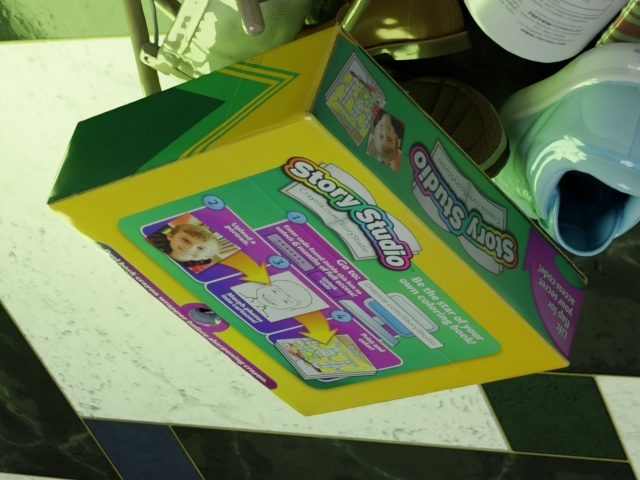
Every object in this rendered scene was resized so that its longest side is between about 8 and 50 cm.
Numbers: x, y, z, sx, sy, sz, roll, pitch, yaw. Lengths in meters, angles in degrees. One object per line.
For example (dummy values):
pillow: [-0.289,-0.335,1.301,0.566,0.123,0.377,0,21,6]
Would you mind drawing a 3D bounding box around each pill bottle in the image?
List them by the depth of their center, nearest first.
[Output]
pill bottle: [0.219,-0.256,1.529,0.131,0.131,0.229,33,143,-6]

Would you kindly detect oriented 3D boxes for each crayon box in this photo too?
crayon box: [0.000,0.000,1.652,0.313,0.106,0.363,-16,134,39]

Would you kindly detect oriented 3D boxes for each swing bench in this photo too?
swing bench: [-0.100,-0.239,1.707,0.255,0.165,0.253,58,148,15]

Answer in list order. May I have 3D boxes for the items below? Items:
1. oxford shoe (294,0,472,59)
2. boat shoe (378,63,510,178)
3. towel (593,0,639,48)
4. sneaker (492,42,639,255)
oxford shoe: [0.047,-0.205,1.770,0.212,0.076,0.076,-2,104,39]
boat shoe: [0.105,-0.099,1.776,0.095,0.095,0.257,47,173,-34]
towel: [0.309,-0.140,1.696,0.144,0.029,0.197,31,144,-3]
sneaker: [0.218,-0.054,1.687,0.135,0.150,0.366,19,164,-3]
